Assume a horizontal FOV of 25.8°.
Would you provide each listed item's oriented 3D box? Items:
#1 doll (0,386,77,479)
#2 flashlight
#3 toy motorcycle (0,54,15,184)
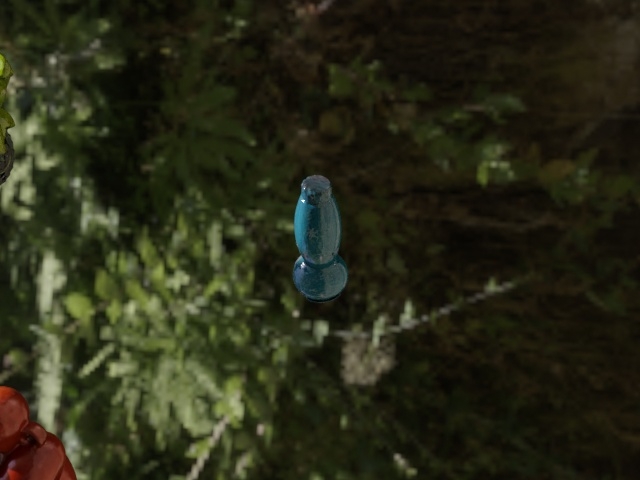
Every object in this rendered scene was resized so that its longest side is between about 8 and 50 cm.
[{"bbox_3d":[-0.345,0.265,1.534,0.130,0.161,0.290,-58,-4,-42],"label":"doll"},{"bbox_3d":[0.000,0.000,1.229,0.051,0.051,0.129,-71,-14,-45],"label":"flashlight"},{"bbox_3d":[-0.477,-0.161,1.651,0.342,0.142,0.206,-5,-87,-60],"label":"toy motorcycle"}]
